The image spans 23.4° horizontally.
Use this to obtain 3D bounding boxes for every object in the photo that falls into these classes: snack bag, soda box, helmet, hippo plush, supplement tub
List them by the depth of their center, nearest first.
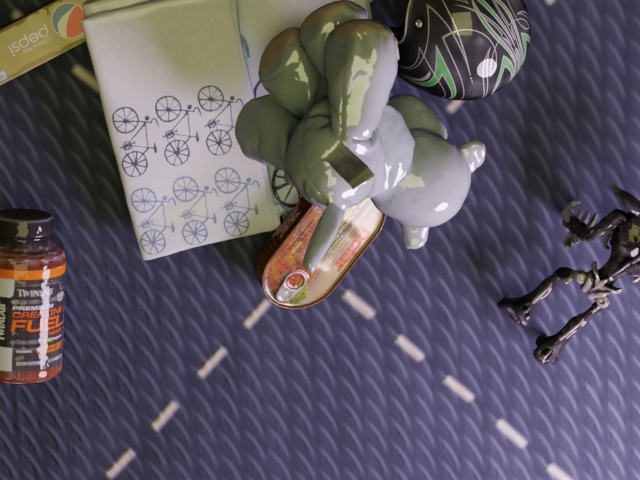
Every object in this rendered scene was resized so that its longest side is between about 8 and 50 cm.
[{"bbox_3d":[0.076,-0.119,1.709,0.236,0.294,0.234,14,118,-35],"label":"hippo plush"},{"bbox_3d":[0.159,-0.242,1.761,0.169,0.161,0.169,1,87,-26],"label":"helmet"},{"bbox_3d":[-0.311,-0.244,1.786,0.181,0.061,0.058,-26,105,2],"label":"soda box"},{"bbox_3d":[-0.080,-0.156,1.810,0.342,0.037,0.323,-13,115,-5],"label":"snack bag"},{"bbox_3d":[-0.356,0.065,1.835,0.106,0.106,0.198,2,104,-6],"label":"supplement tub"}]

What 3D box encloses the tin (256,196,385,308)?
[{"bbox_3d":[0.000,0.000,1.865,0.106,0.040,0.190,30,107,-32],"label":"tin"}]

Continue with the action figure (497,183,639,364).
[{"bbox_3d":[0.349,0.024,1.877,0.275,0.141,0.164,-40,102,21],"label":"action figure"}]
